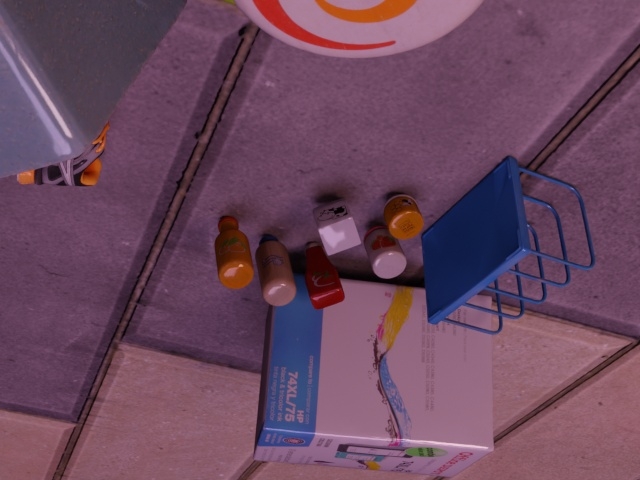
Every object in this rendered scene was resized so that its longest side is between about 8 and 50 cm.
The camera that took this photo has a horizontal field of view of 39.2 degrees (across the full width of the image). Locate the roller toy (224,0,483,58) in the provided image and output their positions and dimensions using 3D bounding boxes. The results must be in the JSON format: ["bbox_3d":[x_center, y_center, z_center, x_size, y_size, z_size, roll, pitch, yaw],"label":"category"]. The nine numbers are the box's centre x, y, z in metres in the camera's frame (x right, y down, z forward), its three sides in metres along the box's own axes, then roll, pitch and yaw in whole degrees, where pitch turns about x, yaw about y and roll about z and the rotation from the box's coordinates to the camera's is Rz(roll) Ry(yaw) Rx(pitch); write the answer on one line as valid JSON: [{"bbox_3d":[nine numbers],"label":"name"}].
[{"bbox_3d":[0.029,-0.235,0.623,0.209,0.146,0.191,10,154,-20],"label":"roller toy"}]

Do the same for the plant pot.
[{"bbox_3d":[-0.284,-0.199,0.630,0.248,0.247,0.252,-11,126,20],"label":"plant pot"}]

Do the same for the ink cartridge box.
[{"bbox_3d":[0.062,0.175,1.132,0.270,0.197,0.198,6,155,-5],"label":"ink cartridge box"}]

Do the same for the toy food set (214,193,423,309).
[{"bbox_3d":[0.000,0.000,1.030,0.232,0.104,0.111,-20,128,3],"label":"toy food set"}]

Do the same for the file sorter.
[{"bbox_3d":[0.202,0.014,0.988,0.104,0.118,0.170,15,143,-23],"label":"file sorter"}]

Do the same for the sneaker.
[{"bbox_3d":[-0.244,-0.118,0.874,0.083,0.084,0.215,13,153,-16],"label":"sneaker"}]
